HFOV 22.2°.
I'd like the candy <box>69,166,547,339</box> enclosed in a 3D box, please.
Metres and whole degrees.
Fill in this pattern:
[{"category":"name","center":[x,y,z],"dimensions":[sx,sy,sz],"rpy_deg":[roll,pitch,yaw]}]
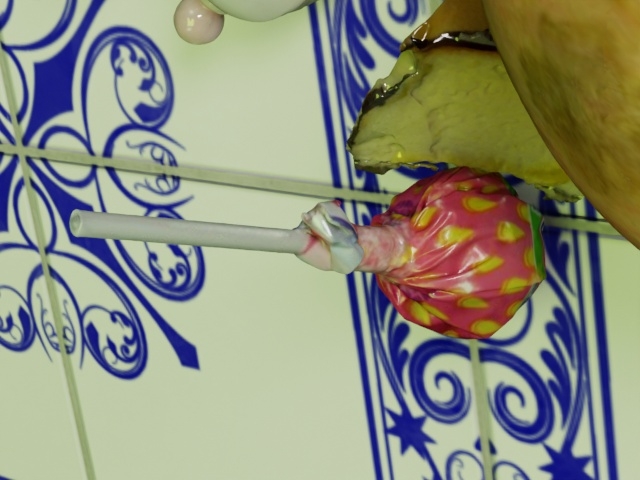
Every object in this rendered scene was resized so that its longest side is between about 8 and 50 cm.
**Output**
[{"category":"candy","center":[0.000,0.000,1.060],"dimensions":[0.124,0.365,0.124],"rpy_deg":[-10,78,52]}]

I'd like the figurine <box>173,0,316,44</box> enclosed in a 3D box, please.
[{"category":"figurine","center":[-0.073,-0.245,1.162],"dimensions":[0.257,0.182,0.144],"rpy_deg":[20,166,27]}]

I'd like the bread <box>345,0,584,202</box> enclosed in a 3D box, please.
[{"category":"bread","center":[0.109,-0.090,1.044],"dimensions":[0.169,0.160,0.140],"rpy_deg":[48,135,14]}]

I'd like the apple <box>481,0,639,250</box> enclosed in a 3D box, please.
[{"category":"apple","center":[0.242,-0.146,0.746],"dimensions":[0.364,0.364,0.364],"rpy_deg":[20,123,34]}]
